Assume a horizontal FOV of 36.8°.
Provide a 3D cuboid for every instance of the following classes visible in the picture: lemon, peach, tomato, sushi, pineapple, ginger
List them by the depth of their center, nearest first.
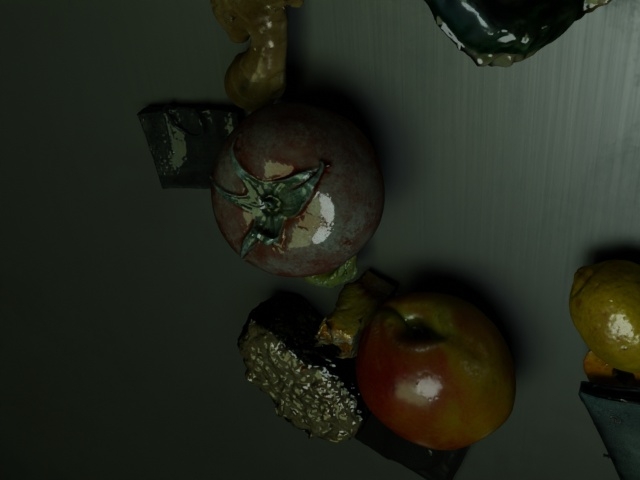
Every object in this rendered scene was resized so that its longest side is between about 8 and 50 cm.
[{"bbox_3d":[0.505,0.124,1.595,0.207,0.170,0.170,50,138,-2],"label":"lemon"},{"bbox_3d":[-0.109,-0.392,1.640,0.348,0.122,0.363,-2,114,48],"label":"ginger"},{"bbox_3d":[-0.041,-0.089,1.714,0.317,0.282,0.316,9,113,23],"label":"tomato"},{"bbox_3d":[0.222,0.255,1.838,0.308,0.307,0.332,4,146,34],"label":"peach"},{"bbox_3d":[0.073,0.153,1.955,0.115,0.236,0.186,32,93,6],"label":"pineapple"},{"bbox_3d":[-0.034,0.281,2.113,0.350,0.171,0.211,49,139,-3],"label":"sushi"}]

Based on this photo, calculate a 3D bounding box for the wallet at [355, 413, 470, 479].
[{"bbox_3d":[0.178,0.431,2.197,0.323,0.041,0.247,32,137,18],"label":"wallet"}]

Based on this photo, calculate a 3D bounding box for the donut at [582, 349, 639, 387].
[{"bbox_3d":[0.552,0.231,1.731,0.152,0.058,0.151,20,134,23],"label":"donut"}]

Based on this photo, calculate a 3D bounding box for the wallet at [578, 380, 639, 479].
[{"bbox_3d":[0.615,0.392,1.776,0.191,0.046,0.379,0,138,39],"label":"wallet"}]

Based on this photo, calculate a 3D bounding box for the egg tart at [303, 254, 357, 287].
[{"bbox_3d":[0.000,0.000,1.928,0.197,0.078,0.197,19,132,23],"label":"egg tart"}]

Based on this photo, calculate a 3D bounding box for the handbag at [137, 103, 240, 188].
[{"bbox_3d":[-0.255,-0.194,1.953,0.270,0.089,0.175,4,120,34],"label":"handbag"}]

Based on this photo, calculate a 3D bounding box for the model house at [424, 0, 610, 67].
[{"bbox_3d":[0.281,-0.483,1.073,0.400,0.395,0.445,-18,116,42],"label":"model house"}]
